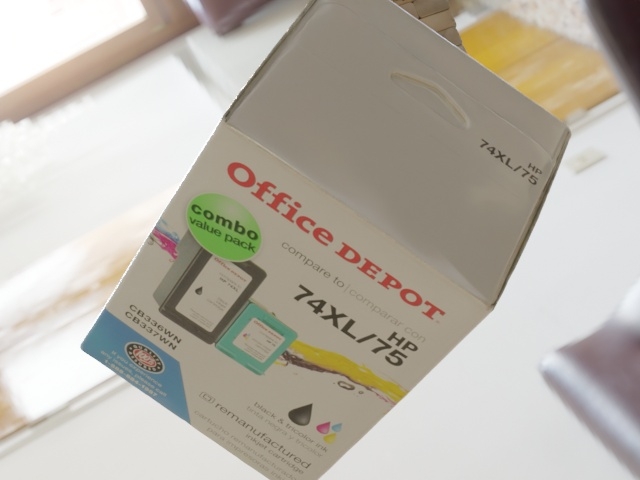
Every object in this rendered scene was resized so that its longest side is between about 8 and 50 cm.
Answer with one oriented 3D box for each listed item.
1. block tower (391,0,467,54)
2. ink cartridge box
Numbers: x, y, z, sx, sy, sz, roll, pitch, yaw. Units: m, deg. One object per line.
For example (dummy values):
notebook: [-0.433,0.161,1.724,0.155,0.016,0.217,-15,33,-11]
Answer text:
block tower: [0.045,-0.231,1.125,0.091,0.097,0.335,89,159,-76]
ink cartridge box: [0.000,0.000,0.881,0.198,0.197,0.270,35,135,-3]
